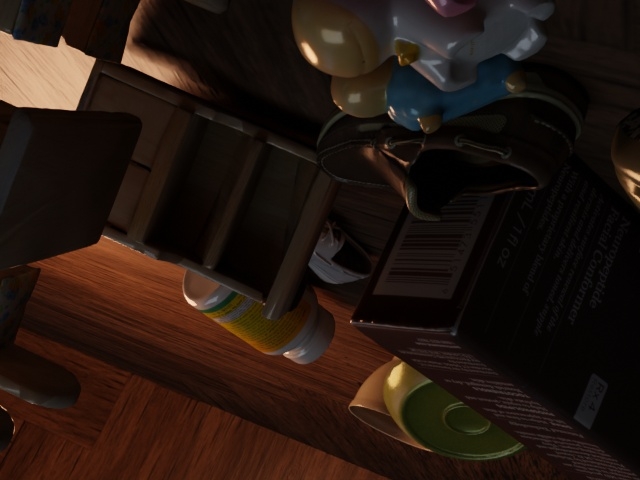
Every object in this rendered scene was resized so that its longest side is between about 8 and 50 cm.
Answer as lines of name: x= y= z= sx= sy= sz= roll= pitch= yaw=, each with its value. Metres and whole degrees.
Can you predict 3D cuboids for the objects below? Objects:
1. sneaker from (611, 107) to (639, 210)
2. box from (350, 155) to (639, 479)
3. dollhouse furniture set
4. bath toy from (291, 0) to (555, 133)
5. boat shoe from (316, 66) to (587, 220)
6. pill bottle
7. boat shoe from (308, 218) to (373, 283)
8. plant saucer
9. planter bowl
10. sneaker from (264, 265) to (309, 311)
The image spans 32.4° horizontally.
sneaker: x=0.276 y=-0.110 z=0.510 sx=0.182 sy=0.158 sz=0.410 roll=60 pitch=155 yaw=-10
box: x=0.227 y=0.087 z=0.973 sx=0.381 sy=0.191 sz=0.143 roll=36 pitch=160 yaw=-31
dollhouse furniture set: x=-0.147 y=-0.036 z=0.904 sx=0.256 sy=0.362 sz=0.394 roll=23 pitch=-171 yaw=6
bath toy: x=0.051 y=-0.177 z=0.586 sx=0.348 sy=0.151 sz=0.129 roll=86 pitch=161 yaw=-72
boat shoe: x=0.079 y=-0.065 z=0.855 sx=0.095 sy=0.095 sz=0.257 roll=35 pitch=154 yaw=-31
pill bottle: x=-0.078 y=0.085 z=1.513 sx=0.208 sy=0.118 sz=0.117 roll=37 pitch=159 yaw=-35
boat shoe: x=0.000 y=0.000 z=1.259 sx=0.063 sy=0.066 sz=0.184 roll=-4 pitch=146 yaw=32
plant saucer: x=0.202 y=0.231 z=1.497 sx=0.240 sy=0.037 sz=0.241 roll=7 pitch=135 yaw=7
planter bowl: x=0.138 y=0.238 z=1.668 sx=0.162 sy=0.109 sz=0.162 roll=24 pitch=163 yaw=8
sneaker: x=-0.139 y=-0.021 z=1.272 sx=0.178 sy=0.124 sz=0.295 roll=9 pitch=149 yaw=31
